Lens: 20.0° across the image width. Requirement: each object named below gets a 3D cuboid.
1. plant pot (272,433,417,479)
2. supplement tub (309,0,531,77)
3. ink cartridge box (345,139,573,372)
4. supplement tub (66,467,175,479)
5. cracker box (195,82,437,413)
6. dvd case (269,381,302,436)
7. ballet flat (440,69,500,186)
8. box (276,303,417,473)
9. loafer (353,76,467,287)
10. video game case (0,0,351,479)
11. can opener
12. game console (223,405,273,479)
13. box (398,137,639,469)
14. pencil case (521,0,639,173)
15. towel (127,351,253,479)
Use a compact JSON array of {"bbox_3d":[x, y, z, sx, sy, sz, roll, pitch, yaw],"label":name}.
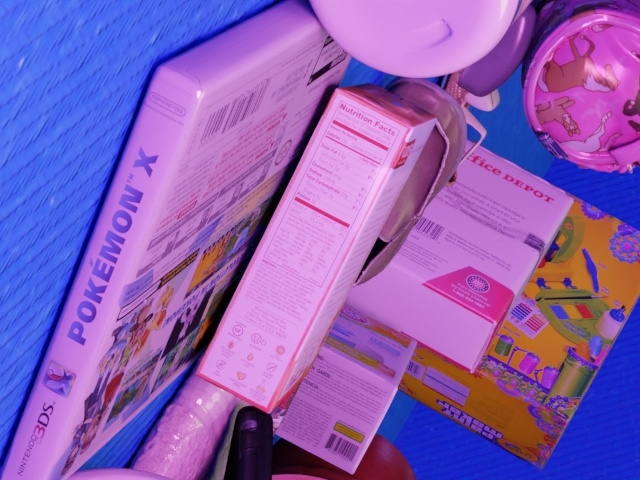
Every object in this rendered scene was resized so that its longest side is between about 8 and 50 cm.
[{"bbox_3d":[-0.003,0.334,1.987,0.272,0.272,0.265,-64,178,17],"label":"plant pot"},{"bbox_3d":[0.088,-0.206,1.177,0.200,0.144,0.144,-49,164,-50],"label":"supplement tub"},{"bbox_3d":[0.158,0.009,2.067,0.237,0.172,0.100,-53,167,-42],"label":"ink cartridge box"},{"bbox_3d":[-0.156,0.306,1.235,0.191,0.191,0.272,-48,163,-53],"label":"supplement tub"},{"bbox_3d":[0.000,0.000,1.342,0.232,0.067,0.156,-63,174,10],"label":"cracker box"},{"bbox_3d":[-0.033,0.117,1.740,0.119,0.013,0.087,-65,-159,16],"label":"dvd case"},{"bbox_3d":[0.151,-0.141,1.917,0.073,0.067,0.206,-49,164,-50],"label":"ballet flat"},{"bbox_3d":[0.020,0.143,1.863,0.103,0.114,0.203,-63,176,13],"label":"box"},{"bbox_3d":[0.060,-0.042,1.650,0.087,0.094,0.251,-57,171,-45],"label":"loafer"},{"bbox_3d":[-0.078,-0.016,1.193,0.300,0.036,0.329,-66,170,25],"label":"video game case"},{"bbox_3d":[0.204,-0.270,1.731,0.283,0.095,0.076,-57,172,13],"label":"can opener"},{"bbox_3d":[-0.080,0.379,1.468,0.387,0.060,0.342,-91,-174,-52],"label":"game console"},{"bbox_3d":[0.226,0.076,2.256,0.279,0.290,0.177,-56,169,-25],"label":"box"},{"bbox_3d":[0.276,-0.197,1.872,0.386,0.160,0.167,-84,-163,-69],"label":"pencil case"},{"bbox_3d":[-0.104,0.183,1.583,0.187,0.049,0.282,-58,170,-21],"label":"towel"}]
